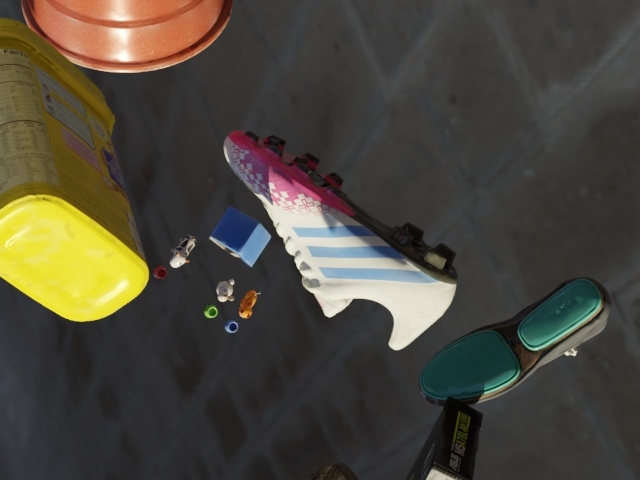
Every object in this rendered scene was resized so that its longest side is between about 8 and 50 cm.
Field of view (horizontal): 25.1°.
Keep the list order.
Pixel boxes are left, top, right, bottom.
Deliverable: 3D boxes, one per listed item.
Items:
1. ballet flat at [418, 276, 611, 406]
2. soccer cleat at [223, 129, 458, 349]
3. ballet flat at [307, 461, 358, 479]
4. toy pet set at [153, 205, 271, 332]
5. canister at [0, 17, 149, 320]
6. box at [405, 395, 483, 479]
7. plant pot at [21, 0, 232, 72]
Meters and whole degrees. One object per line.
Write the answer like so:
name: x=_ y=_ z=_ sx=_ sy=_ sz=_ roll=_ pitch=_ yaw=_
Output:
ballet flat: x=0.192 y=0.106 z=1.390 sx=0.074 sy=0.203 sz=0.074 roll=57 pitch=-172 yaw=-13
soccer cleat: x=0.000 y=0.000 z=1.661 sx=0.331 sy=0.143 sz=0.116 roll=35 pitch=-167 yaw=16
ballet flat: x=-0.009 y=0.314 z=1.412 sx=0.084 sy=0.058 sz=0.249 roll=45 pitch=141 yaw=32
toy pet set: x=-0.104 y=0.030 z=1.615 sx=0.122 sy=0.114 sz=0.065 roll=37 pitch=169 yaw=-21
canister: x=-0.174 y=-0.044 z=0.900 sx=0.126 sy=0.073 sz=0.170 roll=43 pitch=-162 yaw=-45
box: x=0.085 y=0.254 z=1.295 sx=0.190 sy=0.045 sz=0.184 roll=-64 pitch=-1 yaw=15
plant pot: x=-0.241 y=-0.394 z=1.754 sx=0.272 sy=0.272 sz=0.265 roll=57 pitch=158 yaw=30
